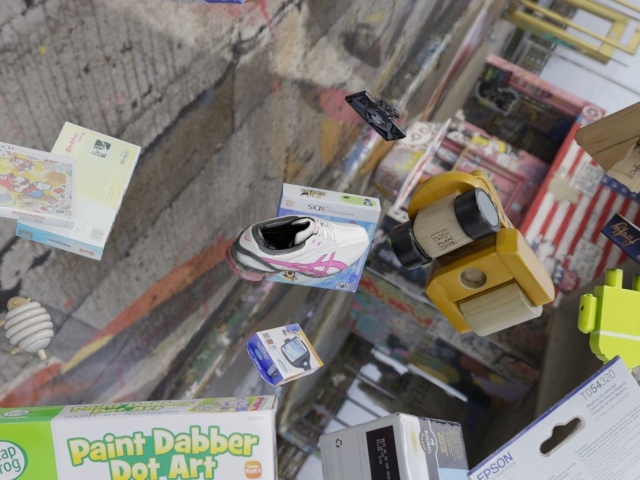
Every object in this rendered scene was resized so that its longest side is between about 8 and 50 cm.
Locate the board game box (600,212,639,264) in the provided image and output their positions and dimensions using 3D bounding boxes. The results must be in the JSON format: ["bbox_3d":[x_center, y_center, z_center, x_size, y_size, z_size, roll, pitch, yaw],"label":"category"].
[{"bbox_3d":[0.592,0.056,1.103,0.042,0.243,0.165,-54,-150,18],"label":"board game box"}]

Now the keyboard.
[{"bbox_3d":[0.152,-0.315,1.655,0.192,0.100,0.038,36,64,-41],"label":"keyboard"}]

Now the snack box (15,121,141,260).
[{"bbox_3d":[-0.552,-0.122,1.553,0.060,0.187,0.322,125,-21,-49],"label":"snack box"}]

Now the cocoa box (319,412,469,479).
[{"bbox_3d":[0.166,0.555,1.365,0.231,0.228,0.347,-27,-123,36],"label":"cocoa box"}]

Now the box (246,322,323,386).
[{"bbox_3d":[-0.056,0.172,1.017,0.028,0.081,0.136,-40,163,21],"label":"box"}]

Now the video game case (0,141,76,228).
[{"bbox_3d":[-0.563,-0.112,1.247,0.026,0.206,0.227,-63,-149,29],"label":"video game case"}]

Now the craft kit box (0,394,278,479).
[{"bbox_3d":[-0.152,0.252,0.522,0.061,0.250,0.246,85,2,-88],"label":"craft kit box"}]

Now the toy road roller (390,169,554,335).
[{"bbox_3d":[0.312,0.004,1.357,0.202,0.329,0.240,-27,-158,32],"label":"toy road roller"}]

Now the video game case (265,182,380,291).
[{"bbox_3d":[0.000,0.000,1.694,0.061,0.244,0.269,-92,-167,-55],"label":"video game case"}]

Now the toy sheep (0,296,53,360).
[{"bbox_3d":[-0.539,0.163,1.239,0.091,0.132,0.091,-30,177,-2],"label":"toy sheep"}]

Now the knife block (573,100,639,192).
[{"bbox_3d":[0.652,-0.229,1.322,0.242,0.088,0.275,-53,-162,23],"label":"knife block"}]

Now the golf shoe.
[{"bbox_3d":[-0.013,0.005,0.787,0.186,0.067,0.086,-8,160,-32],"label":"golf shoe"}]

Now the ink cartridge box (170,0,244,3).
[{"bbox_3d":[-0.187,-0.374,0.926,0.097,0.207,0.046,27,87,-43],"label":"ink cartridge box"}]

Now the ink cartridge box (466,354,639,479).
[{"bbox_3d":[0.422,0.401,1.035,0.324,0.330,0.071,-31,177,-16],"label":"ink cartridge box"}]

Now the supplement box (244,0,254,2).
[{"bbox_3d":[-0.126,-0.559,1.250,0.129,0.191,0.194,-26,114,-57],"label":"supplement box"}]

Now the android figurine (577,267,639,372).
[{"bbox_3d":[0.791,0.215,1.751,0.056,0.248,0.272,161,-64,-77],"label":"android figurine"}]
